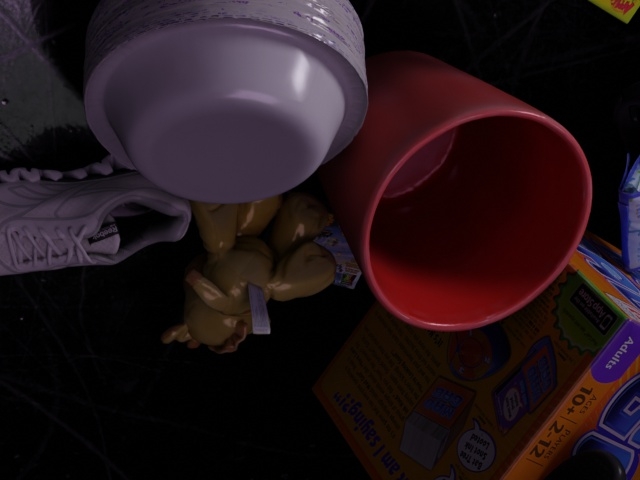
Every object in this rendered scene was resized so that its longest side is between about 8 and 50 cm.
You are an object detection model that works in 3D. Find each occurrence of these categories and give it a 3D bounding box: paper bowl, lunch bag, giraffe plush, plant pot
[{"bbox_3d":[-0.094,-0.142,1.556,0.284,0.148,0.284,-3,148,-2],"label":"paper bowl"},{"bbox_3d":[0.413,-0.048,1.876,0.151,0.096,0.129,-37,136,-26],"label":"lunch bag"},{"bbox_3d":[-0.094,0.049,1.749,0.181,0.210,0.170,20,144,-15],"label":"giraffe plush"},{"bbox_3d":[0.121,-0.076,1.718,0.275,0.243,0.275,-12,125,-19],"label":"plant pot"}]

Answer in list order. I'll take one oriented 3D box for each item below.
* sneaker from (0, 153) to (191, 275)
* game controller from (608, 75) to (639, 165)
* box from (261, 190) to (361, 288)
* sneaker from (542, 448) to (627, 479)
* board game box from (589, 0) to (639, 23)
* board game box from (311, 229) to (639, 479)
[{"bbox_3d":[-0.275,-0.016,1.642,0.292,0.118,0.110,-17,127,-14],"label":"sneaker"},{"bbox_3d":[0.486,-0.102,1.979,0.166,0.067,0.319,-27,130,11],"label":"game controller"},{"bbox_3d":[0.000,0.000,1.843,0.137,0.027,0.094,15,113,-32],"label":"box"},{"bbox_3d":[0.285,0.342,1.704,0.145,0.090,0.270,15,115,-33],"label":"sneaker"},{"bbox_3d":[0.265,-0.303,1.684,0.092,0.181,0.043,23,108,-35],"label":"board game box"},{"bbox_3d":[0.280,0.197,1.893,0.356,0.356,0.356,27,106,-36],"label":"board game box"}]
